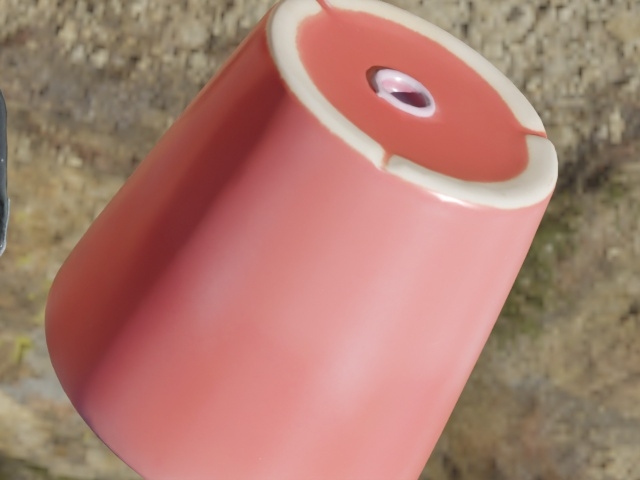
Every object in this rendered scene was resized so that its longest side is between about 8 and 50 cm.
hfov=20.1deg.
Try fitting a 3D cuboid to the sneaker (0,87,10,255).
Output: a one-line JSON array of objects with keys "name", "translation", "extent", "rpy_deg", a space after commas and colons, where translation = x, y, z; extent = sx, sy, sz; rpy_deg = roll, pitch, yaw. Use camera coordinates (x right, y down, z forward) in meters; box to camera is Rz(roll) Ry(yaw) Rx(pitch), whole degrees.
[{"name": "sneaker", "translation": [-0.222, 0.022, 0.780], "extent": [0.147, 0.104, 0.295], "rpy_deg": [25, 119, 12]}]

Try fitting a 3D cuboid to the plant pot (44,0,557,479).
[{"name": "plant pot", "translation": [0.000, 0.000, 1.094], "extent": [0.275, 0.275, 0.243], "rpy_deg": [19, 124, -20]}]
